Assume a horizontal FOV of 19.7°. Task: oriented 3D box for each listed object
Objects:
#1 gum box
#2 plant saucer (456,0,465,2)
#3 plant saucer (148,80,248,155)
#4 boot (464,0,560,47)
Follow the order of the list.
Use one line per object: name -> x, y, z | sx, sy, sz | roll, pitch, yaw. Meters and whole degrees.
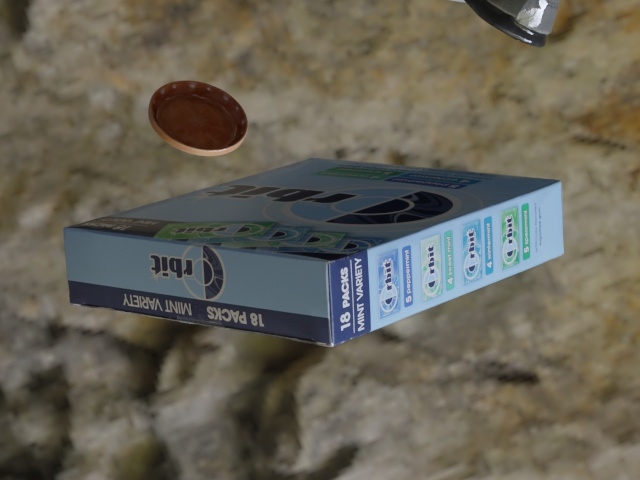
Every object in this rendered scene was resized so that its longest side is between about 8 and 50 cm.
gum box -> 0.000, 0.000, 0.866 | 0.157, 0.184, 0.041 | 7, -73, 38
plant saucer -> 0.080, -0.336, 1.292 | 0.400, 0.100, 0.400 | 20, -30, 12
plant saucer -> -0.101, -0.099, 1.513 | 0.083, 0.083, 0.013 | 62, -35, 33
boot -> 0.089, -0.212, 0.809 | 0.161, 0.083, 0.246 | -48, -144, 34
